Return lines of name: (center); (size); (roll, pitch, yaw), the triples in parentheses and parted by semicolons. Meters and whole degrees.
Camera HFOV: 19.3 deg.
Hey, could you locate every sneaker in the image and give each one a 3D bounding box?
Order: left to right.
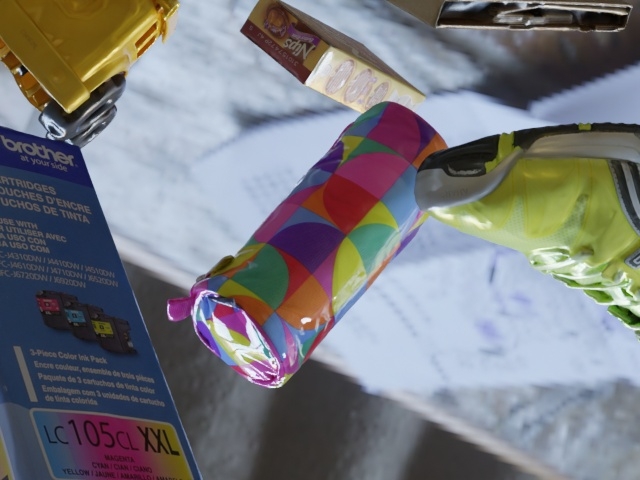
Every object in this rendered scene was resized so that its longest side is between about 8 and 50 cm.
sneaker: (0.244, 0.010, 1.336); (0.384, 0.147, 0.145); (11, 171, -21)

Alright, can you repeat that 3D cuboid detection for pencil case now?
pencil case: (0.000, 0.000, 1.392); (0.104, 0.236, 0.104); (33, 151, 22)

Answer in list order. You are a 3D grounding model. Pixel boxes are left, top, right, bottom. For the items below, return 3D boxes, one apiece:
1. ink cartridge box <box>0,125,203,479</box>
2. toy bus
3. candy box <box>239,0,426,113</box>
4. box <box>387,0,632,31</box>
ink cartridge box: (-0.263, 0.097, 1.343); (0.151, 0.395, 0.270); (16, 129, -41)
toy bus: (-0.186, -0.196, 1.589); (0.149, 0.211, 0.220); (49, 171, 1)
candy box: (0.015, -0.179, 1.910); (0.109, 0.053, 0.186); (43, -166, 33)
box: (0.068, -0.175, 1.167); (0.201, 0.164, 0.021); (37, 121, 41)
